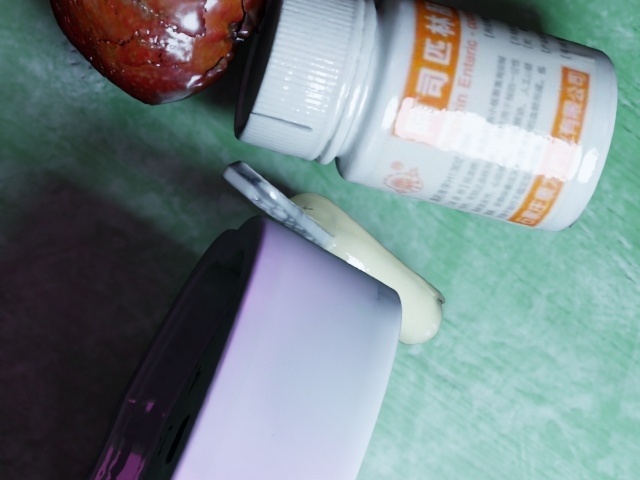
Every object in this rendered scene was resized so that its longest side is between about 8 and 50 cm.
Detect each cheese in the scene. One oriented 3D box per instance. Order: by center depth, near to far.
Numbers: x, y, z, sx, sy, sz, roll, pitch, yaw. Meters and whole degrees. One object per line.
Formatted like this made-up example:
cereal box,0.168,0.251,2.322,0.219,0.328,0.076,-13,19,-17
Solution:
cheese,0.001,-0.001,1.211,0.127,0.235,0.050,42,93,28

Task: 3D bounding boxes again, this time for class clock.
clock,-0.073,0.151,1.116,0.102,0.338,0.338,27,79,-11

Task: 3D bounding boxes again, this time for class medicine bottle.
medicine bottle,0.073,-0.099,1.264,0.252,0.144,0.144,13,82,-8

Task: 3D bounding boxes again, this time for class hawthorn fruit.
hawthorn fruit,-0.123,-0.178,1.231,0.172,0.148,0.148,28,79,4
